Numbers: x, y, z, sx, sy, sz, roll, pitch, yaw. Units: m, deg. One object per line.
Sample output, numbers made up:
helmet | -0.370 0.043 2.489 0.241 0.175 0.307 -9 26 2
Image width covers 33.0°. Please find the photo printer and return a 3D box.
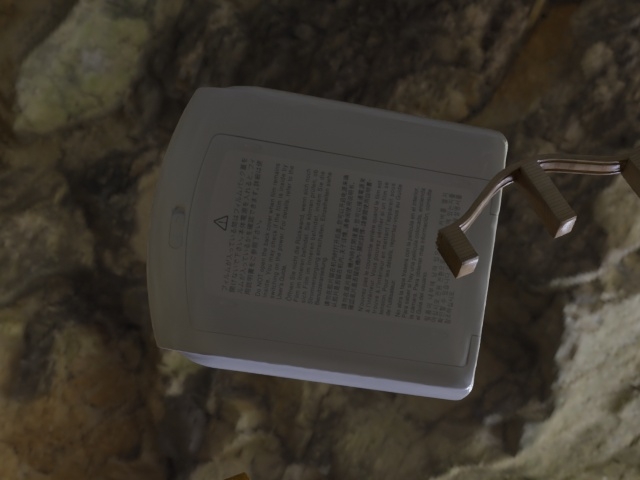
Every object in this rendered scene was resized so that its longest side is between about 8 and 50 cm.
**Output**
photo printer | 0.000 0.000 0.976 0.308 0.256 0.107 8 178 -11

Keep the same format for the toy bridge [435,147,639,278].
toy bridge | 0.170 -0.034 0.822 0.188 0.026 0.063 -22 -118 -16

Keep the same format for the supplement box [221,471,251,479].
supplement box | -0.085 0.328 0.842 0.129 0.191 0.194 -12 -131 -39
